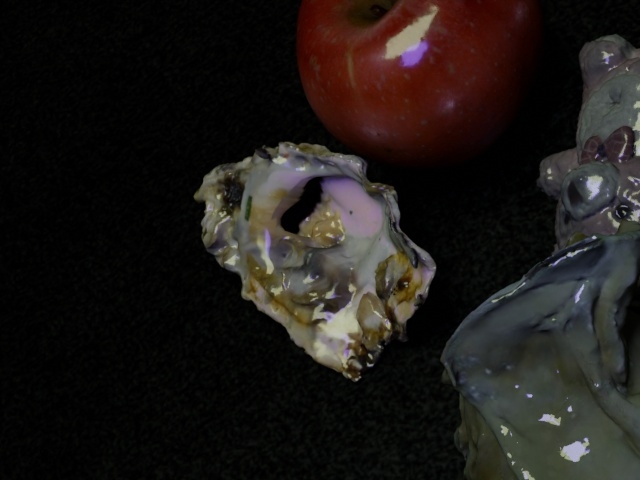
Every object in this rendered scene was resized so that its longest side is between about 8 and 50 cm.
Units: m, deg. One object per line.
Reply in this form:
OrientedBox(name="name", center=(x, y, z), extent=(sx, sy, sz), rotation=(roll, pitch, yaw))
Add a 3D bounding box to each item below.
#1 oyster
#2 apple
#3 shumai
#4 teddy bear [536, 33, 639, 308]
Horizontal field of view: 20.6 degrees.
OrientedBox(name="oyster", center=(0.003, -0.003, 1.848), extent=(0.354, 0.107, 0.201), rotation=(38, 116, 35))
OrientedBox(name="apple", center=(0.100, -0.197, 1.812), extent=(0.260, 0.216, 0.260), rotation=(-17, 52, 23))
OrientedBox(name="shumai", center=(0.209, 0.148, 1.477), extent=(0.292, 0.288, 0.330), rotation=(32, 81, 41))
OrientedBox(name="teddy bear", center=(0.299, -0.069, 1.652), extent=(0.236, 0.151, 0.267), rotation=(-5, 55, 55))
